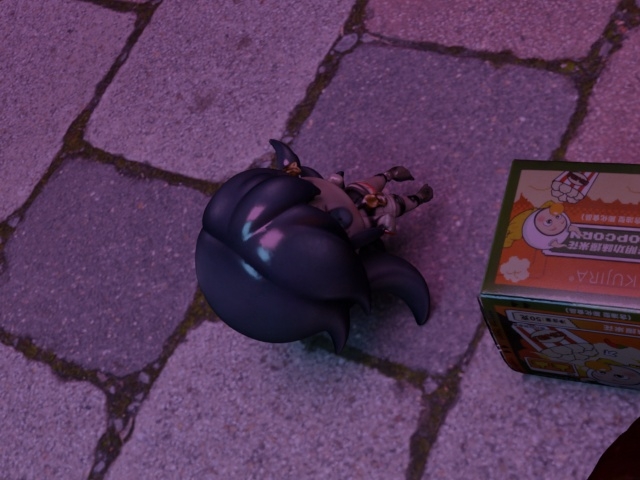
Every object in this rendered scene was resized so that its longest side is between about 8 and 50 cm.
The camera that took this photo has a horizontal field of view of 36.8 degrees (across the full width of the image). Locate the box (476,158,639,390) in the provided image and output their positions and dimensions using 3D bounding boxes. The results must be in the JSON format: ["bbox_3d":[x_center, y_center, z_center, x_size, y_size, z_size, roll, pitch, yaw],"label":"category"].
[{"bbox_3d":[0.261,0.039,0.828,0.194,0.177,0.148,6,64,27],"label":"box"}]

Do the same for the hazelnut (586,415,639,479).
[{"bbox_3d":[0.283,0.213,0.731,0.178,0.178,0.204,-1,55,24],"label":"hazelnut"}]

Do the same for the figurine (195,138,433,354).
[{"bbox_3d":[-0.003,0.006,0.946,0.175,0.265,0.197,13,93,44],"label":"figurine"}]
